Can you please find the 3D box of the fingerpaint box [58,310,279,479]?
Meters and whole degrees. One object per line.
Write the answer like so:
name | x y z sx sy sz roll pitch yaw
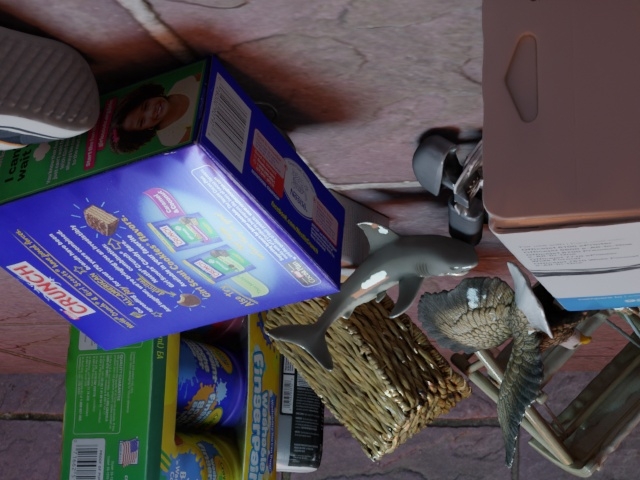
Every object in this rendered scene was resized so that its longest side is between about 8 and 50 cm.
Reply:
fingerpaint box | -0.212 0.215 1.778 0.163 0.445 0.371 -6 164 26

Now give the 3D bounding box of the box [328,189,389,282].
box | 0.000 0.000 1.605 0.130 0.091 0.170 -6 165 31

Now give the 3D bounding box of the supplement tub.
supplement tub | -0.092 0.245 2.109 0.207 0.338 0.207 2 166 1

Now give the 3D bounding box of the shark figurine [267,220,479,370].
shark figurine | 0.062 0.038 1.516 0.278 0.166 0.116 -31 116 15

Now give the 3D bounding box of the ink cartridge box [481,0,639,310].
ink cartridge box | 0.229 -0.081 0.950 0.129 0.223 0.307 -4 165 21

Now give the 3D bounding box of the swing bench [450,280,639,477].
swing bench | 0.378 0.173 1.719 0.255 0.253 0.165 47 167 6

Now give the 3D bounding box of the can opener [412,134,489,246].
can opener | 0.165 -0.067 1.397 0.095 0.076 0.283 32 172 12

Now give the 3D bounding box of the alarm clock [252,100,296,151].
alarm clock | -0.085 -0.095 1.255 0.129 0.064 0.192 15 148 -12

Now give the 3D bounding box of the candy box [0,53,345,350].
candy box | -0.175 -0.025 1.212 0.317 0.122 0.268 -16 139 26

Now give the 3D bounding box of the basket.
basket | 0.094 0.138 1.782 0.223 0.299 0.213 -29 156 -31

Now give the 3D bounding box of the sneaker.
sneaker | -0.334 -0.141 0.988 0.127 0.126 0.321 -11 164 25

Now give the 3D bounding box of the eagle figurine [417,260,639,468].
eagle figurine | 0.257 0.126 1.490 0.225 0.226 0.298 38 120 -13
